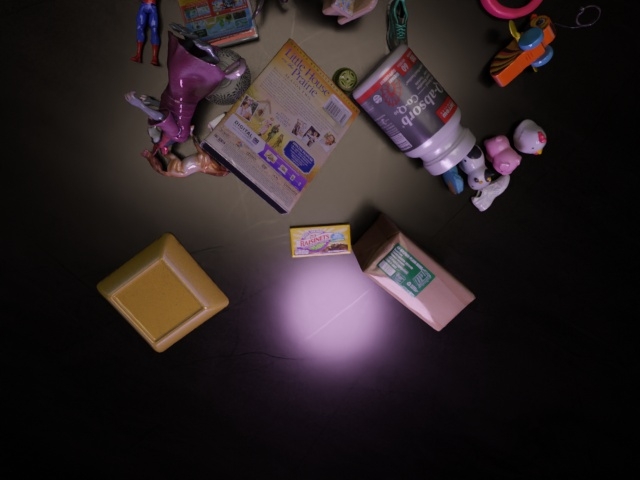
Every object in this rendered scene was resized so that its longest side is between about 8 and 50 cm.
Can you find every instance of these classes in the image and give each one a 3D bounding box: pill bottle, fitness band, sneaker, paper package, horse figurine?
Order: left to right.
[{"bbox_3d":[-0.423,-0.265,1.382,0.264,0.066,0.174,-15,100,-2],"label":"horse figurine"},{"bbox_3d":[0.236,-0.649,1.317,0.065,0.076,0.166,-11,106,0],"label":"sneaker"},{"bbox_3d":[0.284,0.092,1.400,0.325,0.309,0.168,39,99,-11],"label":"paper package"},{"bbox_3d":[0.289,-0.387,1.323,0.363,0.210,0.210,43,98,-13],"label":"pill bottle"},{"bbox_3d":[0.579,-0.173,1.482,0.061,0.053,0.152,38,100,-10],"label":"sneaker"},{"bbox_3d":[0.594,-0.824,1.312,0.209,0.054,0.290,11,103,-4],"label":"fitness band"}]

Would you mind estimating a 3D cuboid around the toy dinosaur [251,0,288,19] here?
[{"bbox_3d":[-0.128,-0.781,1.254,0.160,0.121,0.313,35,105,0],"label":"toy dinosaur"}]

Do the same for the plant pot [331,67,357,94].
[{"bbox_3d":[0.079,-0.496,1.346,0.083,0.079,0.083,-1,104,-4],"label":"plant pot"}]

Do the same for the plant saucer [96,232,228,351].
[{"bbox_3d":[-0.545,0.198,1.490,0.333,0.081,0.332,-36,104,5],"label":"plant saucer"}]

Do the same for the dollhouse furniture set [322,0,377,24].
[{"bbox_3d":[0.038,-0.836,1.087,0.362,0.257,0.393,12,85,-40],"label":"dollhouse furniture set"}]

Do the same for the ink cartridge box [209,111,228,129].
[{"bbox_3d":[-0.274,-0.328,1.314,0.060,0.180,0.104,-32,105,6],"label":"ink cartridge box"}]

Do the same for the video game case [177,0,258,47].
[{"bbox_3d":[-0.317,-0.717,1.277,0.204,0.025,0.285,-14,101,0],"label":"video game case"}]

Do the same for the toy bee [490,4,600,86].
[{"bbox_3d":[0.657,-0.610,1.339,0.299,0.162,0.195,-18,137,14],"label":"toy bee"}]

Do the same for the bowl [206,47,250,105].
[{"bbox_3d":[-0.301,-0.498,1.319,0.170,0.080,0.170,-1,104,-3],"label":"bowl"}]

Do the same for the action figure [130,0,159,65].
[{"bbox_3d":[-0.498,-0.657,1.238,0.092,0.139,0.280,8,102,-7],"label":"action figure"}]

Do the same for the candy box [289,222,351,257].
[{"bbox_3d":[0.000,0.000,1.501,0.206,0.027,0.105,-4,102,-3],"label":"candy box"}]

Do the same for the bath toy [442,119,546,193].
[{"bbox_3d":[0.577,-0.269,1.416,0.348,0.129,0.151,-26,111,3],"label":"bath toy"}]

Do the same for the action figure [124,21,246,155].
[{"bbox_3d":[-0.397,-0.406,1.258,0.276,0.248,0.370,15,119,-19],"label":"action figure"}]

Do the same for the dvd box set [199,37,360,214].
[{"bbox_3d":[-0.101,-0.331,1.270,0.308,0.062,0.420,40,70,-21],"label":"dvd box set"}]
